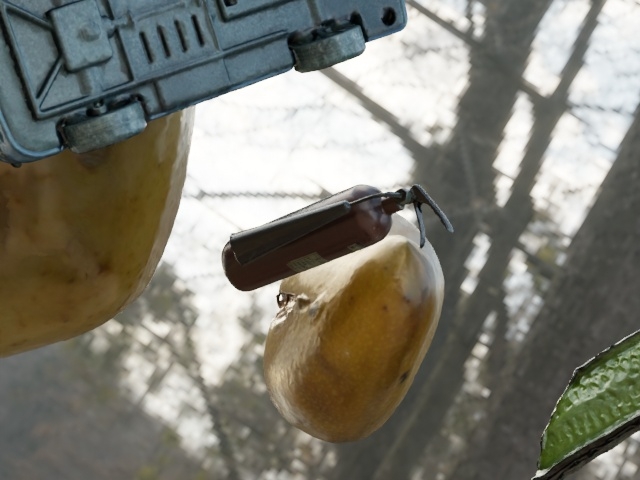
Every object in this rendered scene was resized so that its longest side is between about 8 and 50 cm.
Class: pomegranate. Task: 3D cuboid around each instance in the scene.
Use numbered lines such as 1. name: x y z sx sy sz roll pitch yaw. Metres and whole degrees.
1. pomegranate: -0.233 -0.069 1.032 0.342 0.342 0.342 31 -16 10

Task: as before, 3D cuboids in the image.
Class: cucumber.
1. cucumber: 0.232 0.108 1.186 0.046 0.220 0.070 41 20 -54

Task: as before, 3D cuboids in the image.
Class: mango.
1. mango: 0.021 0.058 1.181 0.120 0.177 0.295 21 -4 6

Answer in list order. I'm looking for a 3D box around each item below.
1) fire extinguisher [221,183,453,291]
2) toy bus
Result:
1. fire extinguisher: -0.002 -0.006 0.634 0.100 0.032 0.046 -22 -36 32
2. toy bus: -0.085 -0.126 0.874 0.134 0.246 0.113 3 -67 61
